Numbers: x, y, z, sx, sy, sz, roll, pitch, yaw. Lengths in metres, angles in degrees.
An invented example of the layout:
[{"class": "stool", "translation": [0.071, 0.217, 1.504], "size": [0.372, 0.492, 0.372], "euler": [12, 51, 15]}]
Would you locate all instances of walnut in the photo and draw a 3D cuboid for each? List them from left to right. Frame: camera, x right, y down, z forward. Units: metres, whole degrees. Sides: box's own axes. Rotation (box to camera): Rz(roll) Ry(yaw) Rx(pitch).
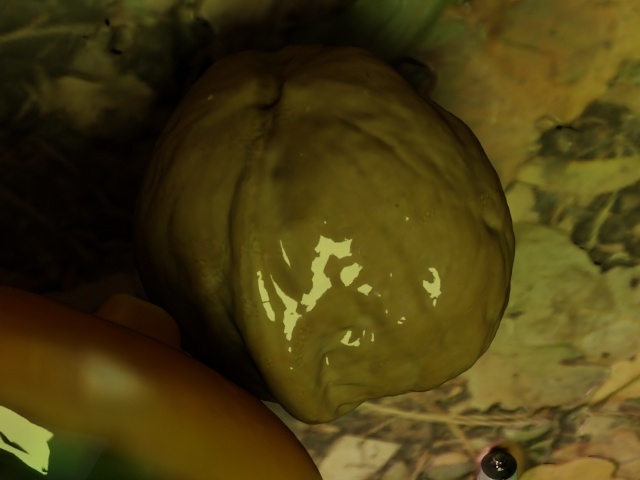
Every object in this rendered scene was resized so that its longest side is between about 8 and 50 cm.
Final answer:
[{"class": "walnut", "translation": [0.000, 0.000, 0.765], "size": [0.166, 0.149, 0.166], "euler": [8, 137, 8]}]

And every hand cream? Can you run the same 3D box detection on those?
[{"class": "hand cream", "translation": [0.095, 0.143, 1.029], "size": [0.030, 0.019, 0.093], "euler": [-12, 142, -9]}]

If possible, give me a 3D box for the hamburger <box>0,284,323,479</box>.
[{"class": "hamburger", "translation": [-0.187, 0.158, 0.726], "size": [0.395, 0.277, 0.396], "euler": [4, 156, 2]}]
